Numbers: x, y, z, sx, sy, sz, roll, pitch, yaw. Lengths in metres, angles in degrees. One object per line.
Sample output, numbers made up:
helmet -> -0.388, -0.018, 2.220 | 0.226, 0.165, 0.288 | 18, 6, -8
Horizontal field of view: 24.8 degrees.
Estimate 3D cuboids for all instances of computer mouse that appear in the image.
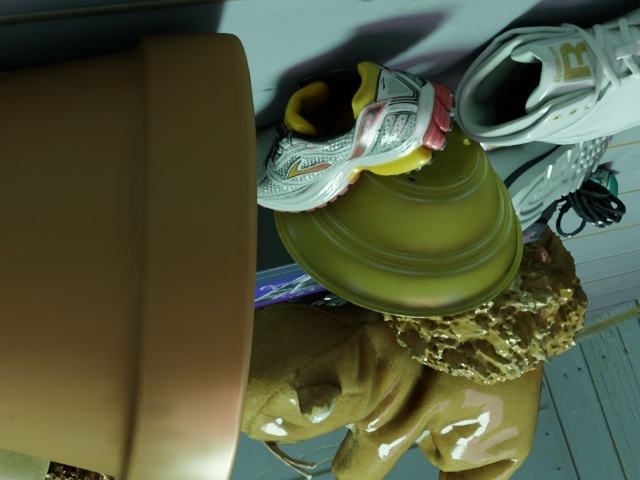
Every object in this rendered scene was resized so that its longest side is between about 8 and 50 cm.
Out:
computer mouse -> 0.157, -0.036, 1.501 | 0.272, 0.072, 0.188 | -19, -157, -8

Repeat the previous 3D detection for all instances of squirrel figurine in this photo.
squirrel figurine -> 0.091, 0.109, 1.623 | 0.370, 0.281, 0.397 | 13, 135, -42

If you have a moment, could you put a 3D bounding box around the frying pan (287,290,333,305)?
frying pan -> -0.027, 0.010, 1.608 | 0.197, 0.053, 0.326 | -18, 157, -17

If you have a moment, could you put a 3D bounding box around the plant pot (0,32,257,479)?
plant pot -> -0.159, 0.014, 0.895 | 0.203, 0.291, 0.291 | 2, 166, -11

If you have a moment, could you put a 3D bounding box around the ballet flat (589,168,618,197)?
ballet flat -> 0.357, -0.072, 1.863 | 0.041, 0.041, 0.114 | -20, 169, 14

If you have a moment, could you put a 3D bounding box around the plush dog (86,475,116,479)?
plush dog -> -0.286, 0.239, 2.036 | 0.225, 0.262, 0.211 | -20, 141, -41

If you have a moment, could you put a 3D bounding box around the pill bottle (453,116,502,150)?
pill bottle -> 0.158, -0.105, 1.337 | 0.083, 0.043, 0.043 | -14, 169, -17

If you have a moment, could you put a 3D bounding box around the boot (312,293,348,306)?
boot -> 0.027, 0.089, 2.095 | 0.189, 0.076, 0.208 | -13, 176, -9

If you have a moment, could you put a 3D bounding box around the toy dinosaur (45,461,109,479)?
toy dinosaur -> -0.430, 0.259, 1.909 | 0.321, 0.164, 0.218 | -9, 168, 17

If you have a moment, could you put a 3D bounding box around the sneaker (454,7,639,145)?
sneaker -> 0.243, -0.138, 1.136 | 0.292, 0.108, 0.169 | -24, 170, 40

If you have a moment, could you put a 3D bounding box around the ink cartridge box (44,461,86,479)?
ink cartridge box -> -0.364, 0.388, 2.107 | 0.279, 0.385, 0.160 | -8, 130, -39

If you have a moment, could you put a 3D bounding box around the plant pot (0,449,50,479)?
plant pot -> -0.429, 0.170, 1.421 | 0.254, 0.237, 0.237 | 12, 152, -41

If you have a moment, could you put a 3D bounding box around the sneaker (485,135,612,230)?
sneaker -> 0.210, -0.091, 1.417 | 0.235, 0.095, 0.090 | -29, 141, -44

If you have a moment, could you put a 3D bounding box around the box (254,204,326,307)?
box -> -0.082, 0.007, 1.393 | 0.261, 0.103, 0.184 | -13, 166, -18

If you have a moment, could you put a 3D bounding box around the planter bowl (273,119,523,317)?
planter bowl -> 0.074, -0.046, 1.205 | 0.217, 0.217, 0.090 | -13, 141, -23

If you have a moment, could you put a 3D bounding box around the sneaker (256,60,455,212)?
sneaker -> -0.002, -0.089, 1.126 | 0.092, 0.088, 0.225 | 25, 150, -33
